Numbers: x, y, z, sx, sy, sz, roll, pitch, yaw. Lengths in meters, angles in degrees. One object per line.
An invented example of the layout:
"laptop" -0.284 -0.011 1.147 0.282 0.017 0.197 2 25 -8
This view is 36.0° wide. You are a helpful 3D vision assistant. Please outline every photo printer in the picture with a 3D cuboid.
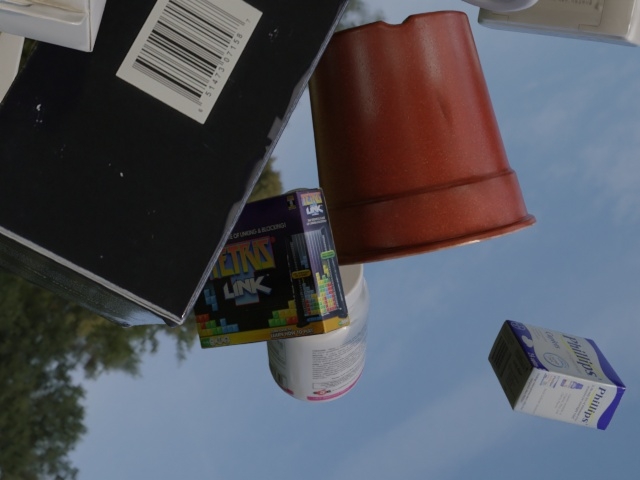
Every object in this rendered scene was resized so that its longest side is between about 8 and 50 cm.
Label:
"photo printer" 0.383 -0.458 1.467 0.256 0.107 0.307 13 -81 27

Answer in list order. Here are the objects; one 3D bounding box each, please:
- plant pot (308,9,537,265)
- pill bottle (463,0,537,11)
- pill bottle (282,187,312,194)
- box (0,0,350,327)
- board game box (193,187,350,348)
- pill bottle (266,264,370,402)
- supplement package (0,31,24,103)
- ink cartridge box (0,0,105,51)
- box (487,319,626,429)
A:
"plant pot" 0.103 -0.126 1.196 0.272 0.265 0.272 -11 -176 1
"pill bottle" 0.197 -0.357 0.998 0.121 0.121 0.221 7 -105 59
"pill bottle" 0.000 0.000 1.648 0.118 0.208 0.117 -8 -112 20
"box" -0.140 -0.115 0.815 0.343 0.179 0.312 -64 -167 -14
"board game box" -0.062 0.031 1.002 0.170 0.141 0.048 -12 -179 37
"pill bottle" -0.006 0.118 1.501 0.160 0.283 0.160 0 -125 0
"supplement package" -0.519 -0.292 1.368 0.198 0.199 0.262 180 -79 -68
"ink cartridge box" -0.160 -0.180 0.545 0.090 0.092 0.143 121 -20 -69
"box" 0.310 0.176 1.302 0.126 0.137 0.072 -105 -149 -64
